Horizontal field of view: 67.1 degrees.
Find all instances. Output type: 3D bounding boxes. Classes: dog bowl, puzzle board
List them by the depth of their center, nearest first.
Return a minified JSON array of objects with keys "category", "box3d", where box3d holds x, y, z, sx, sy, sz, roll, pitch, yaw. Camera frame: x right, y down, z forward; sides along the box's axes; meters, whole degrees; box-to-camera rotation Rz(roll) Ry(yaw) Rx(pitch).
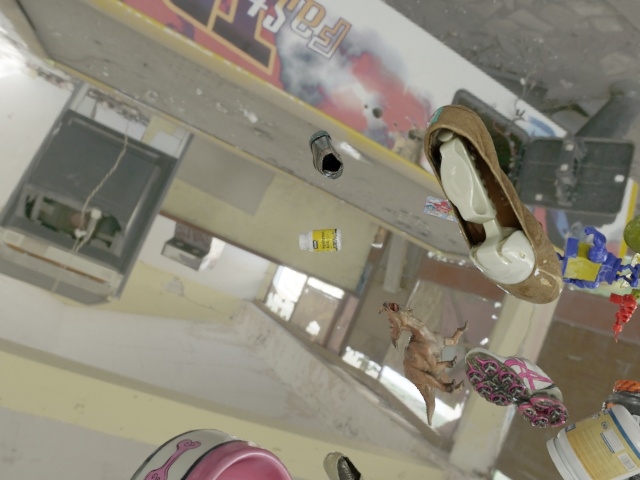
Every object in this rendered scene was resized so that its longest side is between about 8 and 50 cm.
[{"category":"dog bowl","box3d":[-0.188,0.569,0.904,0.150,0.407,0.408,-14,155,31]},{"category":"puzzle board","box3d":[0.431,-0.110,1.708,0.128,0.011,0.096,17,145,13]}]

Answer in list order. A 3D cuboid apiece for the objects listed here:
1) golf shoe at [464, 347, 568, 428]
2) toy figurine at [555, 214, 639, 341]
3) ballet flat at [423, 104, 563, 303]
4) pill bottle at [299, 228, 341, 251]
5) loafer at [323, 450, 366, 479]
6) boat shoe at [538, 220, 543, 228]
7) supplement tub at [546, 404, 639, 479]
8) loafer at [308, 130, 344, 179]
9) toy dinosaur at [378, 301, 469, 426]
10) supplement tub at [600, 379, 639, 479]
[{"category":"golf shoe","box3d":[0.282,0.204,0.715,0.186,0.067,0.086,34,-146,-17]},{"category":"toy figurine","box3d":[0.665,0.065,1.183,0.217,0.191,0.362,17,151,28]},{"category":"ballet flat","box3d":[0.243,-0.038,0.707,0.116,0.342,0.124,-22,-174,37]},{"category":"pill bottle","box3d":[0.000,0.000,1.376,0.116,0.065,0.065,-3,172,7]},{"category":"loafer","box3d":[0.106,0.797,1.534,0.268,0.102,0.092,50,150,17]},{"category":"boat shoe","box3d":[0.515,0.033,1.221,0.073,0.207,0.073,4,132,41]},{"category":"supplement tub","box3d":[0.666,0.497,1.148,0.144,0.200,0.144,43,-157,-24]},{"category":"loafer","box3d":[0.026,-0.254,1.574,0.084,0.096,0.267,63,-176,23]},{"category":"toy dinosaur","box3d":[0.241,0.282,1.174,0.200,0.295,0.127,6,-167,30]},{"category":"supplement tub","box3d":[0.949,0.614,1.456,0.207,0.338,0.207,22,160,9]}]
